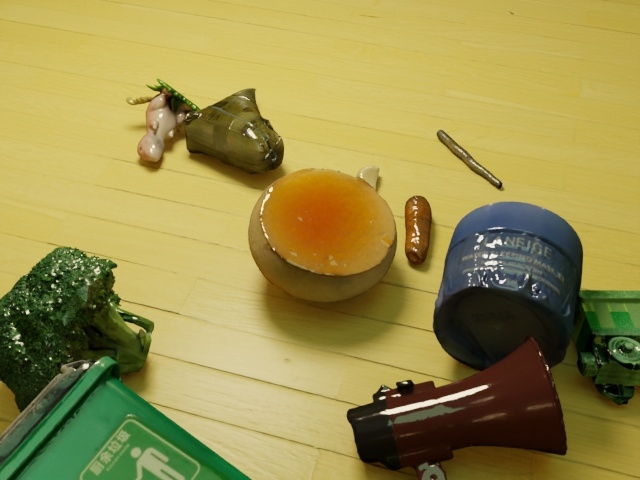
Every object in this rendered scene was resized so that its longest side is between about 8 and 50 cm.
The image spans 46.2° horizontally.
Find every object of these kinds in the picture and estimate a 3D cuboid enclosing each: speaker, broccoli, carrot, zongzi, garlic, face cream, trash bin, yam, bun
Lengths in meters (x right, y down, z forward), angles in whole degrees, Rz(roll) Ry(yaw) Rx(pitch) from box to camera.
[{"bbox_3d":[0.230,0.329,1.214,0.329,0.198,0.259,-20,88,3],"label":"speaker"},{"bbox_3d":[-0.424,0.152,1.290,0.275,0.308,0.308,16,41,-20],"label":"broccoli"},{"bbox_3d":[0.209,-0.024,1.602,0.060,0.060,0.186,4,47,2],"label":"carrot"},{"bbox_3d":[-0.153,-0.276,1.802,0.250,0.125,0.274,25,44,23],"label":"zongzi"},{"bbox_3d":[0.108,-0.140,1.729,0.053,0.041,0.083,12,53,-7],"label":"garlic"},{"bbox_3d":[0.339,0.091,1.353,0.248,0.249,0.225,12,48,11],"label":"face cream"},{"bbox_3d":[-0.260,0.384,1.051,0.381,0.295,0.259,29,50,12],"label":"trash bin"},{"bbox_3d":[0.353,-0.197,1.797,0.027,0.029,0.234,-15,47,-31],"label":"yam"},{"bbox_3d":[0.000,0.000,1.497,0.298,0.165,0.299,7,55,-10],"label":"bun"}]

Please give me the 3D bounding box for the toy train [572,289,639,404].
[{"bbox_3d":[0.601,0.188,1.356,0.300,0.120,0.202,0,41,-1],"label":"toy train"}]

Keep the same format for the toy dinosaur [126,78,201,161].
[{"bbox_3d":[-0.379,-0.277,1.821,0.177,0.152,0.194,-51,46,5],"label":"toy dinosaur"}]
